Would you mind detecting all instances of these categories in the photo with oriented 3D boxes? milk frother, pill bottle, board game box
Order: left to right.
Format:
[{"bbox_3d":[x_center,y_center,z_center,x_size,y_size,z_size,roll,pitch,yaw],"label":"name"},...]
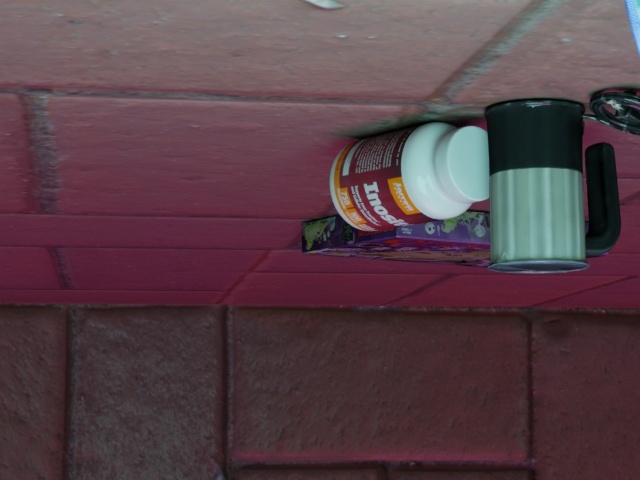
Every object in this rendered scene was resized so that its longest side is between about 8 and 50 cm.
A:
[{"bbox_3d":[0.084,-0.057,1.318,0.086,0.086,0.152,5,171,-37],"label":"pill bottle"},{"bbox_3d":[0.174,-0.002,1.934,0.346,0.056,0.208,5,167,-33],"label":"board game box"},{"bbox_3d":[0.206,-0.046,1.214,0.129,0.135,0.143,1,173,-14],"label":"milk frother"}]

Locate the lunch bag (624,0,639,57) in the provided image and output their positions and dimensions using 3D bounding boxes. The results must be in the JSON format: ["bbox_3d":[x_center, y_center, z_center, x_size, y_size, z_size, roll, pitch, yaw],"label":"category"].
[{"bbox_3d":[0.216,-0.130,0.726,0.128,0.096,0.151,-4,143,27],"label":"lunch bag"}]
